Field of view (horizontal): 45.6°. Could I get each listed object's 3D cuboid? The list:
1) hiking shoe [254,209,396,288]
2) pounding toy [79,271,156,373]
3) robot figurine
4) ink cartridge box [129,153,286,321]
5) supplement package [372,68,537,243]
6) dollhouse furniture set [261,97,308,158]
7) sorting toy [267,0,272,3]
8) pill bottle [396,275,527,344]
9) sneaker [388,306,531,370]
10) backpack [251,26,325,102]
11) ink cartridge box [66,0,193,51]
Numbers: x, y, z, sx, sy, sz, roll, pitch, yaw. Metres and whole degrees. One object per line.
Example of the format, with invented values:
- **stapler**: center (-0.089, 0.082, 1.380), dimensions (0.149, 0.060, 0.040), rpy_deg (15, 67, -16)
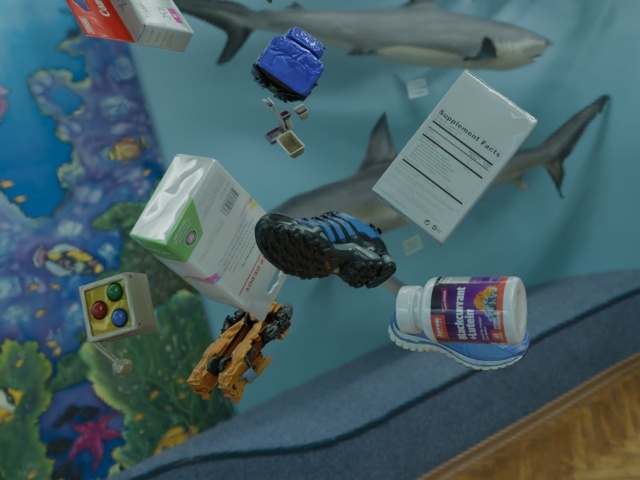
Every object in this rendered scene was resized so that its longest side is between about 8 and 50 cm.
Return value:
- **hiking shoe**: center (0.000, 0.000, 1.416), dimensions (0.304, 0.132, 0.113), rpy_deg (20, -50, -35)
- **pounding toy**: center (-0.465, 0.194, 1.678), dimensions (0.181, 0.206, 0.094), rpy_deg (-17, -11, 17)
- **robot figurine**: center (-0.180, 0.253, 1.818), dimensions (0.211, 0.085, 0.291), rpy_deg (-2, 37, 40)
- **ink cartridge box**: center (-0.209, 0.005, 1.606), dimensions (0.119, 0.353, 0.207), rpy_deg (10, 65, 37)
- **supplement package**: center (0.263, -0.156, 1.513), dimensions (0.293, 0.175, 0.177), rpy_deg (-52, -9, 2)
- **dollhouse furniture set**: center (-0.053, -0.209, 1.325), dimensions (0.091, 0.081, 0.114), rpy_deg (-31, 44, -6)
- **sorting toy**: center (-0.113, -0.502, 1.494), dimensions (0.042, 0.061, 0.102), rpy_deg (1, 10, -8)
- **pill bottle**: center (0.225, 0.112, 1.225), dimensions (0.193, 0.108, 0.108), rpy_deg (-2, 17, 27)
- **sneaker**: center (0.327, 0.199, 1.772), dimensions (0.330, 0.147, 0.130), rpy_deg (10, 35, 9)
- **backpack**: center (-0.047, -0.264, 1.165), dimensions (0.101, 0.098, 0.120), rpy_deg (-54, 11, -7)
- **ink cartridge box**: center (-0.441, -0.533, 1.667), dimensions (0.239, 0.275, 0.060), rpy_deg (-2, -41, -45)
